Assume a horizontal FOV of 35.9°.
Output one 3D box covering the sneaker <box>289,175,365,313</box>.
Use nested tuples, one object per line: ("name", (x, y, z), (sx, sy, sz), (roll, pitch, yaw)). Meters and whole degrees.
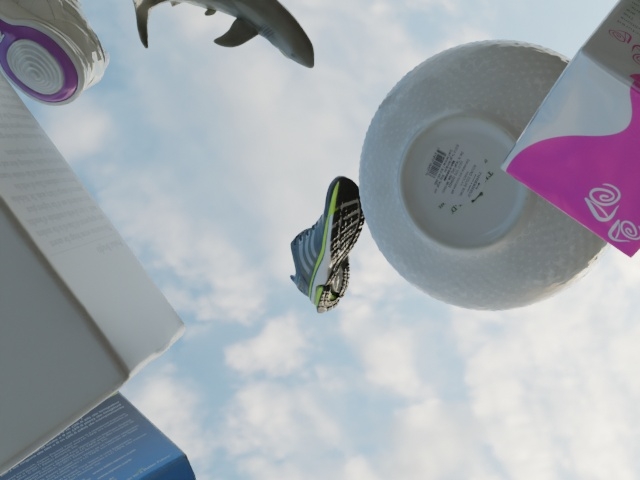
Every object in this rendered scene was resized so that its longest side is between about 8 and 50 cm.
("sneaker", (0.000, 0.000, 1.966), (0.121, 0.299, 0.111), (31, -146, 28))

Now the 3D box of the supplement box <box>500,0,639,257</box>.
("supplement box", (0.233, -0.106, 0.697), (0.111, 0.114, 0.220), (37, -137, 8))

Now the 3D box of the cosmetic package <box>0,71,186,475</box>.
("cosmetic package", (-0.332, -0.039, 0.884), (0.453, 0.161, 0.230), (54, -173, -2))

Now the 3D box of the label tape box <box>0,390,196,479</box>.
("label tape box", (-0.338, 0.330, 1.335), (0.249, 0.348, 0.115), (-29, -67, -24))

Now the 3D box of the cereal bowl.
("cereal bowl", (0.193, -0.072, 1.183), (0.141, 0.339, 0.339), (-18, -96, -63))

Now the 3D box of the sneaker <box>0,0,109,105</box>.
("sneaker", (-0.384, -0.294, 1.199), (0.305, 0.114, 0.152), (48, -153, -8))

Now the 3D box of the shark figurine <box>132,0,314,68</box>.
("shark figurine", (-0.133, -0.348, 1.388), (0.278, 0.116, 0.166), (8, -123, -21))
